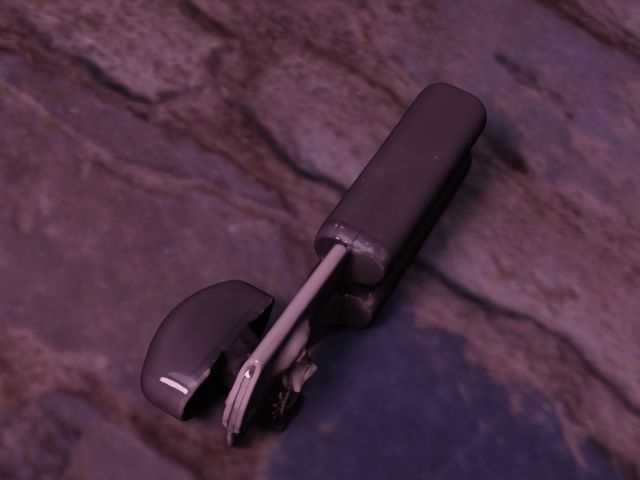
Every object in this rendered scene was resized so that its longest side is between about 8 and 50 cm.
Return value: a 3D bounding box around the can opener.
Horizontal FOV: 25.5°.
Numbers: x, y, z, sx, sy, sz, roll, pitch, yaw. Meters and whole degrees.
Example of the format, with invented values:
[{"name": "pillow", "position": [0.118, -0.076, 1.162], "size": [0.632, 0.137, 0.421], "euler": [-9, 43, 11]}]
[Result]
[{"name": "can opener", "position": [0.000, 0.000, 0.805], "size": [0.095, 0.076, 0.283], "euler": [26, 48, 11]}]
